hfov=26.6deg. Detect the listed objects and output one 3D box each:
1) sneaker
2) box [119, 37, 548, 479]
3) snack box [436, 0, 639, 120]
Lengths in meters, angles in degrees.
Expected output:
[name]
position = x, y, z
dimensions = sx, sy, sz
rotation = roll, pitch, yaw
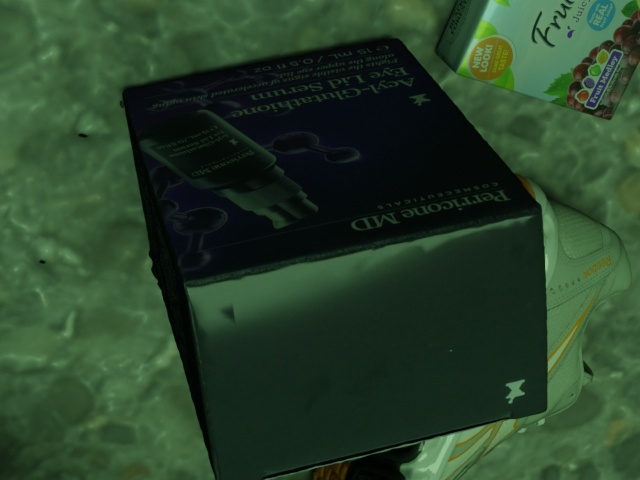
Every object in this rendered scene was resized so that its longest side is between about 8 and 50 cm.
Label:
[sneaker]
position = 0.094, 0.094, 0.784
dimensions = 0.121, 0.099, 0.262
rotation = 17, 112, -29
[box]
position = 0.000, 0.000, 0.635
dimensions = 0.153, 0.207, 0.108
rotation = -13, 120, -10
[snack box]
position = 0.134, -0.142, 0.700
dimensions = 0.100, 0.037, 0.141
rotation = 13, 113, -22
